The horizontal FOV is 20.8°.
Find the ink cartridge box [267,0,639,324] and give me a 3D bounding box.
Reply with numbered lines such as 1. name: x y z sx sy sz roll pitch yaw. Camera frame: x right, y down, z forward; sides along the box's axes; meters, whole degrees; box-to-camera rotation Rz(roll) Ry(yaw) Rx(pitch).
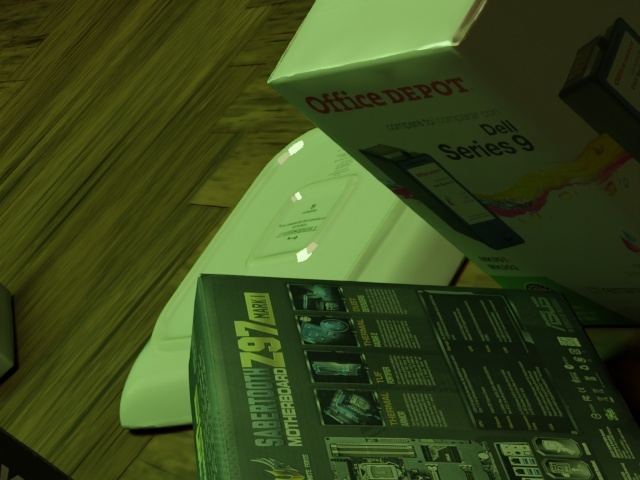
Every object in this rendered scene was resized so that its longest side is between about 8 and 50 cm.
1. ink cartridge box: 0.105 -0.052 0.819 0.154 0.212 0.093 -3 51 56

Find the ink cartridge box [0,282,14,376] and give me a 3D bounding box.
1. ink cartridge box: -0.401 0.094 1.469 0.233 0.171 0.168 -41 23 5

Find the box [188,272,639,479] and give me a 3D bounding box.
1. box: 0.040 0.089 0.747 0.232 0.183 0.059 -109 24 -65

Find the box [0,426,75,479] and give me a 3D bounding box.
1. box: -0.149 0.147 0.796 0.293 0.295 0.073 -5 51 58

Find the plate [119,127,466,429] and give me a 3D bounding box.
1. plate: 0.000 0.000 1.130 0.277 0.045 0.278 -12 38 53
